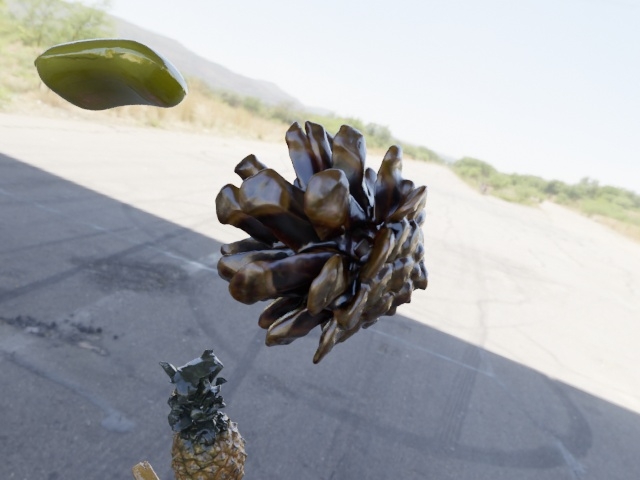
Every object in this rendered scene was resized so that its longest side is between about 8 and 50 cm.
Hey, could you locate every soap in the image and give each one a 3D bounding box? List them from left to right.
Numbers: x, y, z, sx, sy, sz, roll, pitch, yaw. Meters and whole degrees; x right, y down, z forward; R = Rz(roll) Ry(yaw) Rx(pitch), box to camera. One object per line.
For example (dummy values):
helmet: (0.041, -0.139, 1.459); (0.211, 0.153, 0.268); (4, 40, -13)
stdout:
soap: (-0.189, -0.150, 0.552); (0.140, 0.045, 0.089); (3, -12, 23)

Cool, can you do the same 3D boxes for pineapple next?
pineapple: (-0.183, 0.284, 0.945); (0.128, 0.248, 0.128); (-2, 29, 1)

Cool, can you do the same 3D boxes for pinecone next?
pinecone: (-0.002, -0.002, 0.564); (0.202, 0.229, 0.201); (-29, 69, -22)

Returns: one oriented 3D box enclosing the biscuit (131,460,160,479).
biscuit: (-0.145, 0.305, 0.612); (0.027, 0.133, 0.184); (-21, 26, -28)
